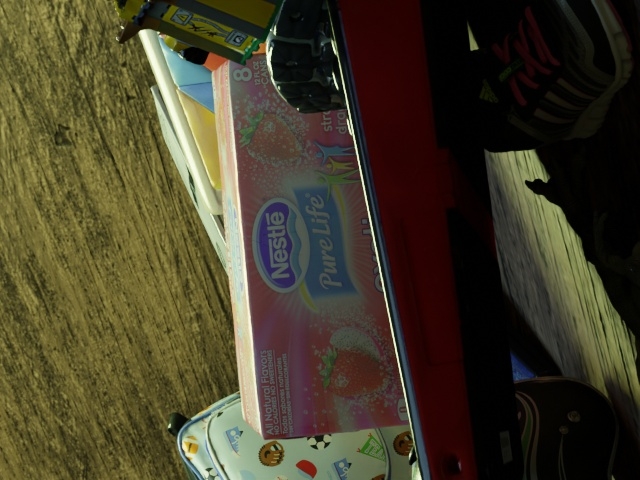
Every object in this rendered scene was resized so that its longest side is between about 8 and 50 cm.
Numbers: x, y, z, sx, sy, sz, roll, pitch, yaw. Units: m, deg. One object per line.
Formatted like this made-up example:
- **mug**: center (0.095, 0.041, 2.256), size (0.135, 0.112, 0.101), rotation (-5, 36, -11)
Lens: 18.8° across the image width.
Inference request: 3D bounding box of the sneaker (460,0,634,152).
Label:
- **sneaker**: center (0.111, -0.088, 0.992), size (0.170, 0.074, 0.063), rotation (89, 158, -71)

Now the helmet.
- **helmet**: center (0.146, 0.188, 1.309), size (0.169, 0.169, 0.161), rotation (83, 180, -66)

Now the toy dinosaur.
- **toy dinosaur**: center (0.165, 0.018, 0.990), size (0.118, 0.064, 0.268), rotation (56, 172, 29)

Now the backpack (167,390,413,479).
- **backpack**: center (-0.007, 0.254, 2.231), size (0.276, 0.263, 0.213), rotation (59, 165, 9)

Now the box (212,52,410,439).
- **box**: center (0.000, 0.000, 1.547), size (0.154, 0.142, 0.300), rotation (-172, 76, -82)

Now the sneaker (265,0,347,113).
- **sneaker**: center (0.008, -0.221, 1.297), size (0.330, 0.129, 0.147), rotation (80, -179, -48)

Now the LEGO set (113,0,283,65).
- **LEGO set**: center (-0.080, -0.260, 0.911), size (0.331, 0.192, 0.255), rotation (-63, 19, 23)

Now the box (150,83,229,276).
- **box**: center (-0.037, -0.053, 1.876), size (0.087, 0.169, 0.290), rotation (77, 169, -56)

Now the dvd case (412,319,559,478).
- **dvd case**: center (0.126, 0.160, 1.531), size (0.180, 0.022, 0.253), rotation (46, 144, 49)

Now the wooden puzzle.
- **wooden puzzle**: center (-0.051, -0.125, 1.706), size (0.238, 0.044, 0.221), rotation (-3, 117, 35)

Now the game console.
- **game console**: center (0.060, -0.020, 1.078), size (0.386, 0.060, 0.342), rotation (28, -125, -80)
